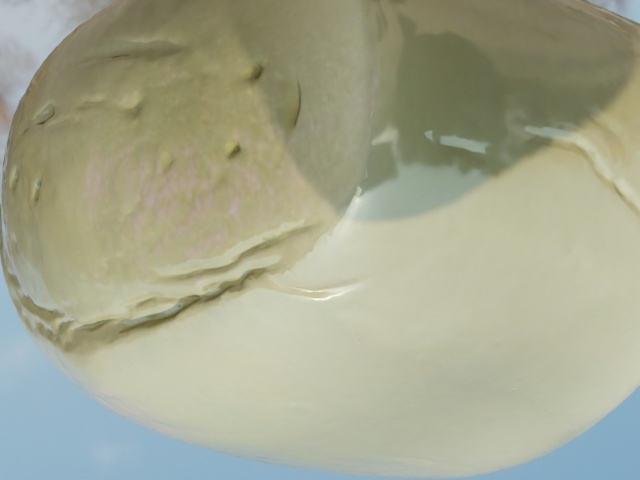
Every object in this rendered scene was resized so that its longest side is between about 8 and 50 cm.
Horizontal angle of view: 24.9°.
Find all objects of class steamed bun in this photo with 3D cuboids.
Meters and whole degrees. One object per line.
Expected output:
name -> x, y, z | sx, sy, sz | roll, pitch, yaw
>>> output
steamed bun -> 0.000, 0.000, 0.506 | 0.200, 0.154, 0.250 | 13, 156, -35
